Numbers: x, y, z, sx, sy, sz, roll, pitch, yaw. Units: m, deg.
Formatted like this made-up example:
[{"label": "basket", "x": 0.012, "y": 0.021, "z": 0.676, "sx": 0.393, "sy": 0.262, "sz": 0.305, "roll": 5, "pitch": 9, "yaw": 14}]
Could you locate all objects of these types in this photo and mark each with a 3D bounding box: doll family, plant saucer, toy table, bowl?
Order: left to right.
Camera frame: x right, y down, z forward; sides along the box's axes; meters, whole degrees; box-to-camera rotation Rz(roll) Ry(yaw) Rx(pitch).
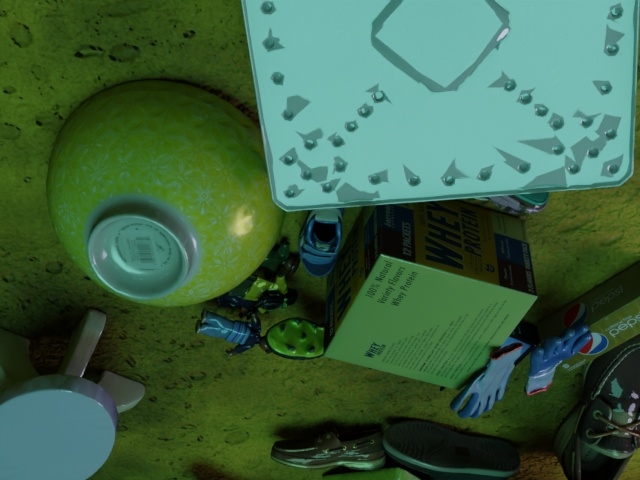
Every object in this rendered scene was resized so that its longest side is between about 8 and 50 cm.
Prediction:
[{"label": "toy table", "x": -0.371, "y": 0.224, "z": 1.518, "sx": 0.252, "sy": 0.160, "sz": 0.274, "roll": 35, "pitch": 126, "yaw": -28}, {"label": "bowl", "x": -0.192, "y": -0.022, "z": 1.249, "sx": 0.290, "sy": 0.156, "sz": 0.289, "roll": 4, "pitch": 125, "yaw": 6}, {"label": "doll family", "x": -0.088, "y": 0.080, "z": 1.436, "sx": 0.111, "sy": 0.076, "sz": 0.193, "roll": 17, "pitch": 137, "yaw": -19}, {"label": "plant saucer", "x": 0.121, "y": 0.426, "z": 1.725, "sx": 0.188, "sy": 0.045, "sz": 0.188, "roll": 35, "pitch": 146, "yaw": -28}]

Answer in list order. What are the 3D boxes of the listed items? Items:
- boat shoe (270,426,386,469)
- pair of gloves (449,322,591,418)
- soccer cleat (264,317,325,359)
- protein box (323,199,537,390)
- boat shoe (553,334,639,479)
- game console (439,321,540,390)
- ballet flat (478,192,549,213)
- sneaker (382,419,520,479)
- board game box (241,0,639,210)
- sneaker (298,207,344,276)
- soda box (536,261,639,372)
[{"label": "boat shoe", "x": 0.013, "y": 0.313, "z": 1.662, "sx": 0.178, "sy": 0.064, "sz": 0.060, "roll": 1, "pitch": 103, "yaw": -3}, {"label": "pair of gloves", "x": 0.259, "y": 0.172, "z": 1.401, "sx": 0.198, "sy": 0.023, "sz": 0.159, "roll": -17, "pitch": 146, "yaw": -23}, {"label": "soccer cleat", "x": -0.011, "y": 0.134, "z": 1.445, "sx": 0.179, "sy": 0.060, "sz": 0.072, "roll": -4, "pitch": 155, "yaw": -45}, {"label": "protein box", "x": 0.130, "y": 0.060, "z": 1.361, "sx": 0.201, "sy": 0.136, "sz": 0.199, "roll": 15, "pitch": 133, "yaw": -13}, {"label": "boat shoe", "x": 0.422, "y": 0.257, "z": 1.545, "sx": 0.123, "sy": 0.123, "sz": 0.342, "roll": 9, "pitch": 133, "yaw": -7}, {"label": "game console", "x": 0.238, "y": 0.168, "z": 1.504, "sx": 0.107, "sy": 0.071, "sz": 0.122, "roll": 23, "pitch": 130, "yaw": -18}, {"label": "ballet flat", "x": 0.170, "y": -0.089, "z": 1.272, "sx": 0.222, "sy": 0.076, "sz": 0.079, "roll": 30, "pitch": 147, "yaw": -25}, {"label": "sneaker", "x": 0.185, "y": 0.352, "z": 1.671, "sx": 0.222, "sy": 0.083, "sz": 0.118, "roll": 15, "pitch": 132, "yaw": -13}, {"label": "board game box", "x": 0.121, "y": -0.223, "z": 1.105, "sx": 0.390, "sy": 0.050, "sz": 0.389, "roll": -4, "pitch": 121, "yaw": 6}, {"label": "sneaker", "x": 0.000, "y": 0.000, "z": 1.362, "sx": 0.053, "sy": 0.059, "sz": 0.144, "roll": 2, "pitch": 134, "yaw": -3}, {"label": "soda box", "x": 0.380, "y": 0.102, "z": 1.445, "sx": 0.061, "sy": 0.058, "sz": 0.181, "roll": 35, "pitch": 125, "yaw": -28}]
